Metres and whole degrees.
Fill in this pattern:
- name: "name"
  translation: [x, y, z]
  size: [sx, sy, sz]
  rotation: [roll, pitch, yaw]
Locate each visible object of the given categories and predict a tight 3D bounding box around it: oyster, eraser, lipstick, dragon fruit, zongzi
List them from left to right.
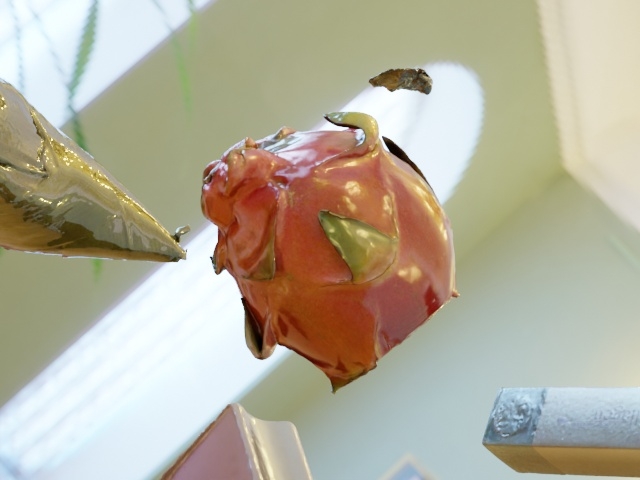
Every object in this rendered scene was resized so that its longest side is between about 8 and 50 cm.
- name: "zongzi"
  translation: [-0.324, -0.085, 1.976]
  size: [0.418, 0.181, 0.447]
  rotation: [18, -12, -7]
- name: "eraser"
  translation: [-0.102, 0.407, 2.054]
  size: [0.122, 0.272, 0.359]
  rotation: [26, 26, -33]
- name: "dragon fruit"
  translation: [0.005, 0.003, 1.549]
  size: [0.227, 0.224, 0.224]
  rotation: [58, -9, 3]
- name: "oyster"
  translation: [0.084, -0.155, 1.766]
  size: [0.083, 0.054, 0.019]
  rotation: [7, 76, -62]
- name: "lipstick"
  translation: [0.296, 0.175, 1.620]
  size: [0.317, 0.066, 0.068]
  rotation: [-5, -35, 44]
